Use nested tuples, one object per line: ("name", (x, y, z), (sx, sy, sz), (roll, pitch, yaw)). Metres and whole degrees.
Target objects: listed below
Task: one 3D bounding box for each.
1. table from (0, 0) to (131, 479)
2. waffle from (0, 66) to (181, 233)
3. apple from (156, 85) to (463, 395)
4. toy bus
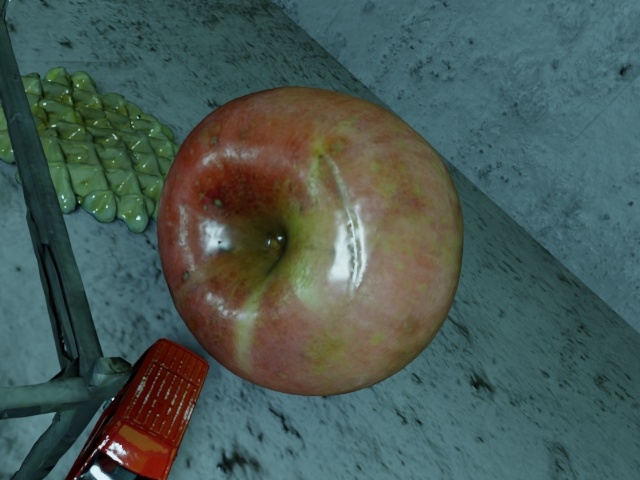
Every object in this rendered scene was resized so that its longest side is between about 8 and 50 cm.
("table", (-0.305, 0.015, 0.357), (0.222, 0.272, 0.335), (6, 45, -46))
("waffle", (-0.316, -0.137, 0.885), (0.292, 0.056, 0.309), (36, 27, -6))
("apple", (0.000, 0.000, 0.759), (0.364, 0.364, 0.364), (29, 30, -18))
("toy bus", (-0.165, 0.183, 0.560), (0.081, 0.089, 0.195), (33, 29, -11))
